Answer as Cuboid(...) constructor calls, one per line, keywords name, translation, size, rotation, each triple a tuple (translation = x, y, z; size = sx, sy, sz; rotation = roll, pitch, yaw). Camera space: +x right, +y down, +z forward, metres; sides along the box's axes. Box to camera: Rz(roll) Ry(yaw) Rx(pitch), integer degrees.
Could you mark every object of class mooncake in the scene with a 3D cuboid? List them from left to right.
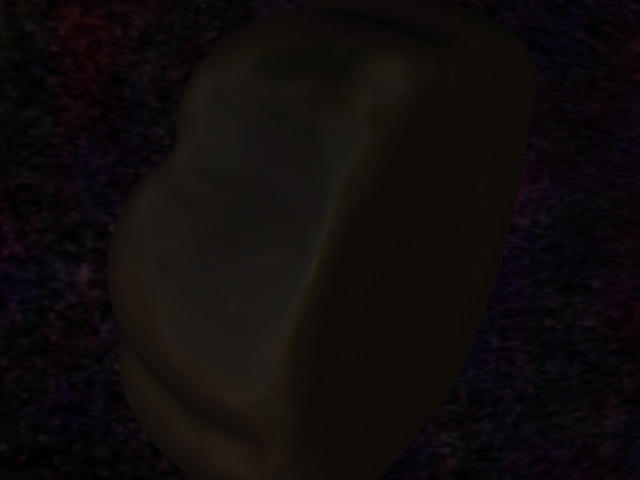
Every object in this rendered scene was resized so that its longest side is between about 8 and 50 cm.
Cuboid(name="mooncake", translation=(0.000, 0.000, 0.910), size=(0.135, 0.275, 0.275), rotation=(26, 102, 23))
